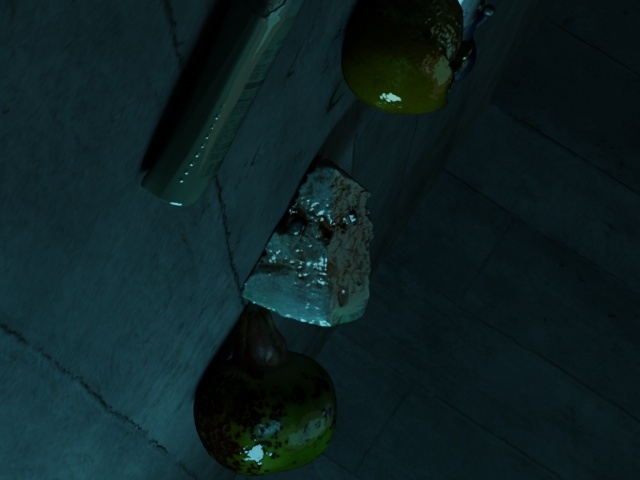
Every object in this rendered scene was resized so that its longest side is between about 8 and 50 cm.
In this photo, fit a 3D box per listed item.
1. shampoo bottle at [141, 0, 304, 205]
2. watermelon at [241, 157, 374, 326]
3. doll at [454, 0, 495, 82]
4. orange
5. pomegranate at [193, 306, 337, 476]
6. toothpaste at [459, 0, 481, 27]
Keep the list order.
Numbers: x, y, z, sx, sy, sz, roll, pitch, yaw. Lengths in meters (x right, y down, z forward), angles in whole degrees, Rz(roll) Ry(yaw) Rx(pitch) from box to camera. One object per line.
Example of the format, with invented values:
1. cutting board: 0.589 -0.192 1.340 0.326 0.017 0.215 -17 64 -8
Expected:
1. shampoo bottle: -0.070 -0.120 1.101 0.212 0.049 0.072 -59 169 28
2. watermelon: 0.000 0.000 1.897 0.094 0.154 0.241 -47 155 -57
3. doll: 0.174 -0.272 1.985 0.114 0.085 0.152 -7 135 -21
4. orange: 0.094 -0.203 1.543 0.156 0.134 0.156 -51 -175 6
5. pomegranate: -0.081 0.213 2.084 0.214 0.214 0.247 -45 134 -60
6. toothpaste: 0.195 -0.363 1.791 0.323 0.066 0.100 113 -10 -48
